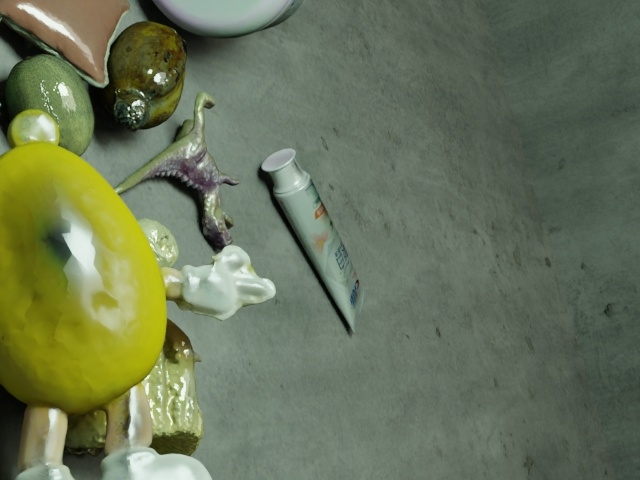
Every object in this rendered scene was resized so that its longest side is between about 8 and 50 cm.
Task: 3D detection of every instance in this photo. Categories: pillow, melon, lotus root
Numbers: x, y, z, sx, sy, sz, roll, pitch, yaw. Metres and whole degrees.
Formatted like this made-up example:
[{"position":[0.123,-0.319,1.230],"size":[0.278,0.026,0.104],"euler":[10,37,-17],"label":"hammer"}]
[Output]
[{"position":[-0.322,-0.290,1.597],"size":[0.171,0.075,0.179],"euler":[39,41,-29],"label":"pillow"},{"position":[-0.316,-0.155,1.502],"size":[0.131,0.098,0.098],"euler":[66,26,-9],"label":"melon"},{"position":[-0.235,-0.212,1.681],"size":[0.120,0.120,0.209],"euler":[55,29,-30],"label":"lotus root"}]

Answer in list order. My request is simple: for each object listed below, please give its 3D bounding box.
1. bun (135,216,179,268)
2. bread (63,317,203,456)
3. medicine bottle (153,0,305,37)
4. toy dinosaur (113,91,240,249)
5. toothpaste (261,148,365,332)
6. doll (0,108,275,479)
[{"position":[-0.213,0.009,1.639],"size":[0.086,0.054,0.086],"euler":[41,38,-44],"label":"bun"},{"position":[-0.200,0.161,1.471],"size":[0.251,0.133,0.174],"euler":[26,50,-55],"label":"bread"},{"position":[-0.118,-0.431,1.912],"size":[0.241,0.241,0.302],"euler":[67,17,-8],"label":"medicine bottle"},{"position":[-0.187,-0.103,1.756],"size":[0.251,0.072,0.200],"euler":[46,44,-58],"label":"toy dinosaur"},{"position":[0.000,0.000,2.064],"size":[0.323,0.066,0.100],"euler":[62,27,-29],"label":"toothpaste"},{"position":[-0.235,0.105,1.340],"size":[0.348,0.161,0.423],"euler":[23,67,-17],"label":"doll"}]
